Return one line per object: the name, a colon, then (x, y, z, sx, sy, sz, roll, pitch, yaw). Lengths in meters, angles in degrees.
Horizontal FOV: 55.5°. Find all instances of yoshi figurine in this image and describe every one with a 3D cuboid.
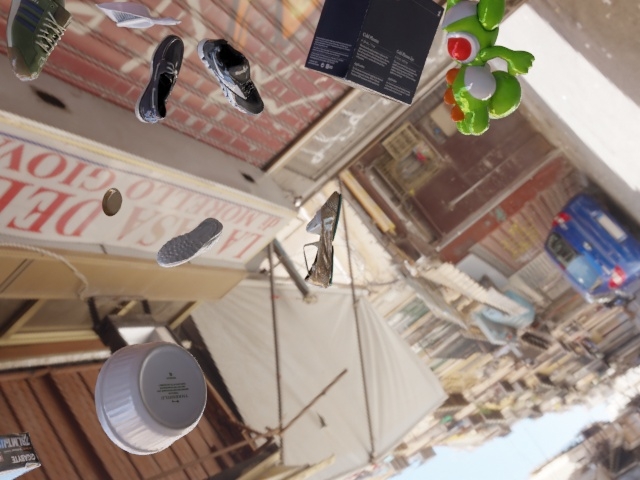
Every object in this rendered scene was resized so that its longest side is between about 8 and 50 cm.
yoshi figurine: (0.377, -0.427, 1.385, 0.203, 0.203, 0.362, -59, -33, -71)

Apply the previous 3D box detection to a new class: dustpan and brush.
dustpan and brush: (-0.493, -0.617, 1.686, 0.147, 0.211, 0.060, -35, -62, -87)

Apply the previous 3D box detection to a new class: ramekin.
ramekin: (-0.399, 0.371, 1.491, 0.273, 0.127, 0.273, 37, -141, -38)

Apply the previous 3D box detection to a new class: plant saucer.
plant saucer: (-0.590, -0.108, 1.737, 0.015, 0.083, 0.083, 12, -141, -58)

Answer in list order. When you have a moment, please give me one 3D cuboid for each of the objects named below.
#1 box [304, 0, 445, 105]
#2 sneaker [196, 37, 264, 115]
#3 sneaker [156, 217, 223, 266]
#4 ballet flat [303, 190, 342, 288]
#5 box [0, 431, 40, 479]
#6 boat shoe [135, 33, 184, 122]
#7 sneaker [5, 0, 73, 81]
box: (0.167, -0.607, 1.821, 0.179, 0.313, 0.343, 29, -165, 39)
sneaker: (-0.210, -0.411, 1.532, 0.106, 0.078, 0.234, 6, 140, 53)
sneaker: (-0.403, 0.024, 1.903, 0.090, 0.235, 0.095, 49, 150, 16)
ballet flat: (0.000, 0.000, 1.226, 0.067, 0.206, 0.073, 5, -167, -4)
box: (-0.612, 0.374, 0.869, 0.073, 0.295, 0.293, 62, 174, 17)
boat shoe: (-0.324, -0.343, 1.291, 0.065, 0.206, 0.075, 10, 165, 34)
sneaker: (-0.439, -0.346, 0.965, 0.064, 0.086, 0.192, 64, -163, -68)
